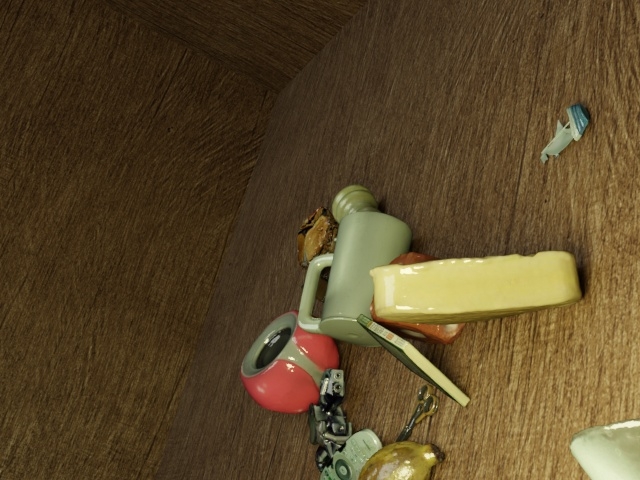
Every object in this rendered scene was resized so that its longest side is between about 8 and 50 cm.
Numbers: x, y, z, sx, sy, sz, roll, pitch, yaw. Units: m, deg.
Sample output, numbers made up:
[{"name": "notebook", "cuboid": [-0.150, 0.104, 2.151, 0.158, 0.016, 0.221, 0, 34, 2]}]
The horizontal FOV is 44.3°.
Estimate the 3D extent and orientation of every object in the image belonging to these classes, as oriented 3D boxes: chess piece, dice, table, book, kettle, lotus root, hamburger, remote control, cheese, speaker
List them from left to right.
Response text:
[{"name": "speaker", "cuboid": [-0.081, 0.339, 2.234, 0.294, 0.294, 0.294, -51, 24, 34]}, {"name": "table", "cuboid": [-0.007, 0.142, 2.559, 0.082, 0.070, 0.083, -60, 19, 4]}, {"name": "hamburger", "cuboid": [0.000, 0.000, 2.653, 0.231, 0.107, 0.230, -45, 32, 38]}, {"name": "remote control", "cuboid": [0.074, 0.541, 1.904, 0.097, 0.045, 0.256, 53, 127, 23]}, {"name": "kettle", "cuboid": [0.093, 0.100, 2.092, 0.205, 0.265, 0.317, 97, -175, -66]}, {"name": "chess piece", "cuboid": [0.135, -0.052, 2.353, 0.144, 0.145, 0.251, -59, 27, 17]}, {"name": "lotus root", "cuboid": [0.166, 0.492, 1.659, 0.214, 0.138, 0.138, -46, 26, 18]}, {"name": "book", "cuboid": [0.197, 0.257, 1.727, 0.027, 0.202, 0.264, -50, 19, -6]}, {"name": "dice", "cuboid": [0.232, 0.134, 1.815, 0.175, 0.174, 0.179, -11, 58, 68]}, {"name": "cheese", "cuboid": [0.261, 0.098, 1.520, 0.384, 0.384, 0.104, -24, 66, 61]}]

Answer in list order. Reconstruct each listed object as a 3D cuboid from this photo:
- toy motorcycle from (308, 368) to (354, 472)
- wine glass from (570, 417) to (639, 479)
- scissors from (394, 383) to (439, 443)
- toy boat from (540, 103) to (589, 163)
[{"name": "toy motorcycle", "cuboid": [0.033, 0.462, 2.022, 0.159, 0.106, 0.270, 148, 127, -64]}, {"name": "wine glass", "cuboid": [0.432, 0.432, 0.892, 0.267, 0.267, 0.405, -39, 38, 51]}, {"name": "scissors", "cuboid": [0.200, 0.429, 1.788, 0.220, 0.017, 0.088, -60, 21, 16]}, {"name": "toy boat", "cuboid": [0.524, -0.226, 1.694, 0.149, 0.034, 0.105, -58, 19, 19]}]
